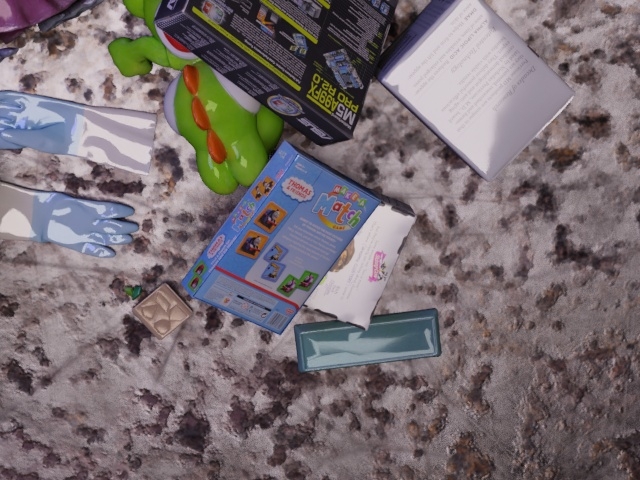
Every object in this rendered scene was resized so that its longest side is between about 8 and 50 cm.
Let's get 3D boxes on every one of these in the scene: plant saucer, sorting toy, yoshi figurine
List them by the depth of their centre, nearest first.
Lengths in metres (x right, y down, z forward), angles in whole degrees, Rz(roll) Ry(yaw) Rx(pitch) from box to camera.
[{"bbox_3d":[-0.138,-0.234,1.657,0.203,0.203,0.362,-15,90,-38],"label":"yoshi figurine"},{"bbox_3d":[-0.213,0.082,1.777,0.062,0.012,0.083,-38,106,10],"label":"sorting toy"},{"bbox_3d":[0.063,0.134,1.804,0.192,0.018,0.067,-7,103,-3],"label":"plant saucer"}]

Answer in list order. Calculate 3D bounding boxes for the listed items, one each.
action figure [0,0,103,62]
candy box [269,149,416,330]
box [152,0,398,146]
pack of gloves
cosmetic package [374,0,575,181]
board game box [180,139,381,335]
[{"bbox_3d":[-0.422,-0.396,1.589,0.275,0.248,0.370,-24,106,25],"label":"action figure"},{"bbox_3d":[0.000,0.000,1.742,0.196,0.070,0.165,22,100,-7],"label":"candy box"},{"bbox_3d":[-0.042,-0.269,1.582,0.270,0.060,0.216,33,64,-33],"label":"box"},{"bbox_3d":[-0.333,-0.079,1.717,0.232,0.046,0.195,9,101,-5],"label":"pack of gloves"},{"bbox_3d":[0.180,-0.194,1.667,0.183,0.151,0.151,42,97,-12],"label":"cosmetic package"},{"bbox_3d":[-0.045,0.001,1.642,0.160,0.039,0.211,28,104,-44],"label":"board game box"}]
